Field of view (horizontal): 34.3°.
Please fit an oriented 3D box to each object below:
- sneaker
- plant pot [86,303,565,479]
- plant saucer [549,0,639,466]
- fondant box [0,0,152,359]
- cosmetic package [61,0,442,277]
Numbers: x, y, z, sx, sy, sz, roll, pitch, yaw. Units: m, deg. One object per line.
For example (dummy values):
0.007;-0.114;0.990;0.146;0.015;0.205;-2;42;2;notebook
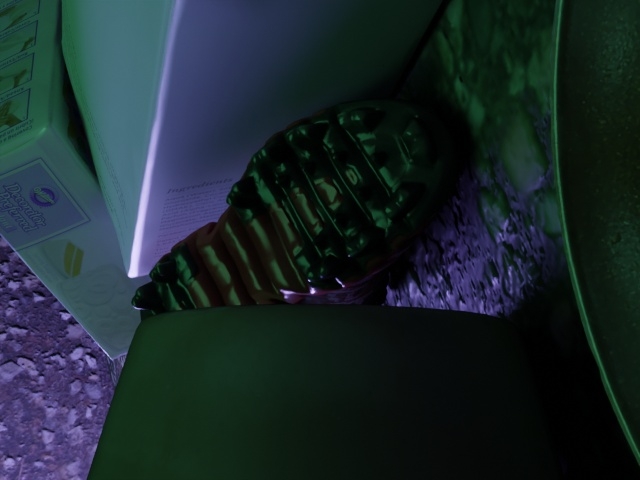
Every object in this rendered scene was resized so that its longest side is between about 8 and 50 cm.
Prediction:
0.000;0.000;0.632;0.276;0.135;0.097;-40;69;44;sneaker
0.000;0.179;0.493;0.323;0.323;0.280;147;125;-70;plant pot
0.157;-0.019;0.203;0.310;0.050;0.310;170;90;-67;plant saucer
-0.208;-0.095;0.930;0.330;0.096;0.238;-104;-12;-48;fondant box
-0.063;-0.148;0.631;0.385;0.156;0.217;126;128;-65;cosmetic package
